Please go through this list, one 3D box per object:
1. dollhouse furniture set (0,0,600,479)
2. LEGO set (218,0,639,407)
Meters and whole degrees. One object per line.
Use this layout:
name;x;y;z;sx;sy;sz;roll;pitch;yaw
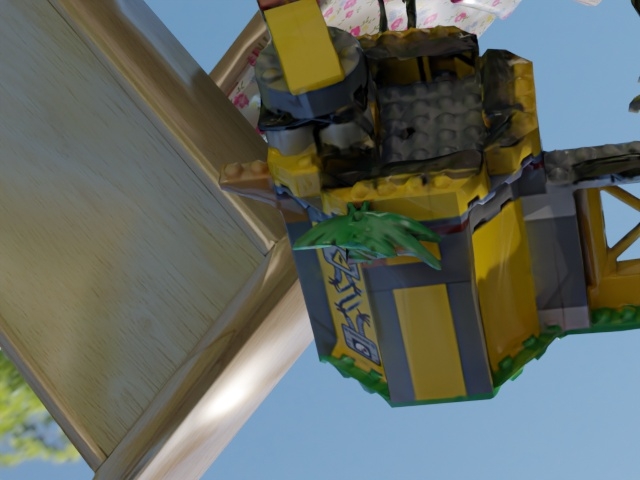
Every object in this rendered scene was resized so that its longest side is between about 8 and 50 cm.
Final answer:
dollhouse furniture set;0.000;0.000;0.779;0.174;0.303;0.355;50;-156;24
LEGO set;0.089;-0.132;0.474;0.331;0.255;0.192;-74;-22;-45
